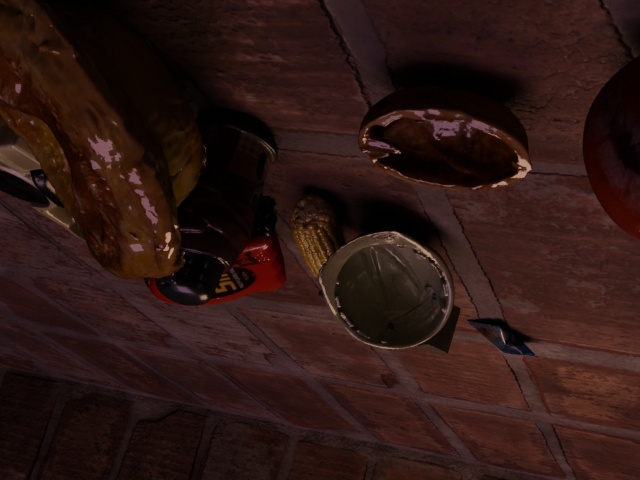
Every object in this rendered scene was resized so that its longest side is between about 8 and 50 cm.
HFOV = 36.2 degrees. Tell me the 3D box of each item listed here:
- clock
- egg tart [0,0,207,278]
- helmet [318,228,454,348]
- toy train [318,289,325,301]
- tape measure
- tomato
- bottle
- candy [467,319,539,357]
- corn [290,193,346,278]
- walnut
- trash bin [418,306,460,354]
[{"bbox_3d":[-0.432,-0.084,1.714,0.276,0.120,0.379,-2,152,47],"label":"clock"},{"bbox_3d":[-0.279,-0.154,1.224,0.443,0.178,0.443,45,157,25],"label":"egg tart"},{"bbox_3d":[0.101,0.048,1.625,0.204,0.137,0.257,-28,125,10],"label":"helmet"},{"bbox_3d":[0.096,0.107,1.882,0.251,0.055,0.048,3,156,31],"label":"toy train"},{"bbox_3d":[-0.184,0.021,1.699,0.260,0.114,0.253,-12,157,2],"label":"tape measure"},{"bbox_3d":[0.362,-0.092,0.963,0.208,0.208,0.184,-3,167,42],"label":"tomato"},{"bbox_3d":[-0.160,-0.037,1.399,0.143,0.271,0.156,1,155,35],"label":"bottle"},{"bbox_3d":[0.362,0.194,1.939,0.136,0.038,0.088,37,166,-28],"label":"candy"},{"bbox_3d":[0.000,0.000,1.645,0.081,0.081,0.248,11,159,13],"label":"corn"},{"bbox_3d":[0.155,-0.133,1.182,0.211,0.087,0.167,9,152,12],"label":"walnut"},{"bbox_3d":[0.226,0.168,1.887,0.061,0.092,0.043,24,160,-18],"label":"trash bin"}]
